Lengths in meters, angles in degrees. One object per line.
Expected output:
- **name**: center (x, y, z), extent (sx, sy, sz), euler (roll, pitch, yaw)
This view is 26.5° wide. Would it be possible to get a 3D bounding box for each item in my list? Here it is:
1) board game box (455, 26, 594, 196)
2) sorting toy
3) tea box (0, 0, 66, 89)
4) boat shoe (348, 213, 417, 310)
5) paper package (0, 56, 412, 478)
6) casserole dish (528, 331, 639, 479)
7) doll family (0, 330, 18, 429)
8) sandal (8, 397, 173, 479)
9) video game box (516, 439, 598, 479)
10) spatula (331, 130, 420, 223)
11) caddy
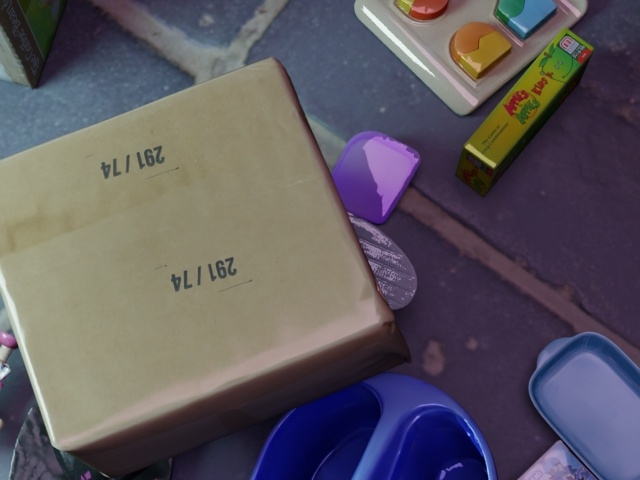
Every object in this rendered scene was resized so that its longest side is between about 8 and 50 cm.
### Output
- **board game box**: center (0.224, -0.141, 1.496), extent (0.043, 0.092, 0.181), euler (39, 77, 10)
- **sorting toy**: center (0.174, -0.273, 1.565), extent (0.208, 0.038, 0.193), euler (-41, 77, -11)
- **tea box**: center (-0.386, -0.386, 1.450), extent (0.220, 0.329, 0.323), euler (15, 75, 4)
- **boat shoe**: center (0.000, 0.000, 1.430), extent (0.226, 0.076, 0.083), euler (31, 88, 1)
- **paper package**: center (-0.124, 0.026, 1.287), extent (0.325, 0.168, 0.309), euler (-22, 70, 0)
- **casserole dish**: center (0.301, 0.183, 1.428), extent (0.114, 0.037, 0.188), euler (-40, 76, -11)
- **doll family**: center (-0.450, 0.133, 1.421), extent (0.263, 0.118, 0.163), euler (31, 68, -10)
- **sandal**: center (-0.205, 0.137, 1.405), extent (0.168, 0.107, 0.445), euler (18, 74, 5)
- **video game box**: center (0.233, 0.340, 1.375), extent (0.205, 0.048, 0.187), euler (-41, 79, -11)
- **spatula**: center (0.005, 0.012, 1.483), extent (0.084, 0.030, 0.296), euler (29, 76, 10)
- **caddy**: center (0.039, 0.297, 1.291), extent (0.241, 0.179, 0.341), euler (14, 73, 23)
